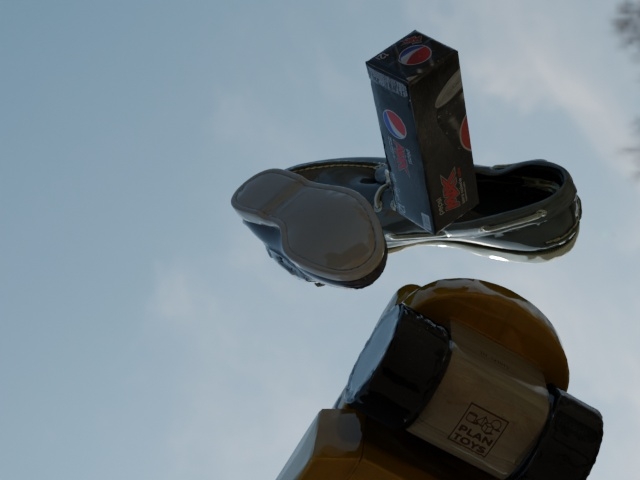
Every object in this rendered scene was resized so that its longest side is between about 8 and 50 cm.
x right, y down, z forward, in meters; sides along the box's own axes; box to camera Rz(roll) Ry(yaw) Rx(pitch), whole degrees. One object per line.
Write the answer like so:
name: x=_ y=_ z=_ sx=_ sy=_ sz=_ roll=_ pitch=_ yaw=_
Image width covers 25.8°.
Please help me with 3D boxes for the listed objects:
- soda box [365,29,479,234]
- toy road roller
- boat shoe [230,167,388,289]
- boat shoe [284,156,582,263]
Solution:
soda box: x=0.089 y=-0.090 z=1.182 sx=0.060 sy=0.053 sz=0.169 roll=-35 pitch=-44 yaw=-22
toy road roller: x=0.087 y=0.184 z=1.225 sx=0.202 sy=0.240 sz=0.329 roll=28 pitch=-70 yaw=-7
boat shoe: x=0.000 y=0.000 z=1.092 sx=0.075 sy=0.206 sz=0.065 roll=-39 pitch=-58 yaw=-12
boat shoe: x=0.097 y=-0.047 z=1.374 sx=0.099 sy=0.319 sz=0.116 roll=80 pitch=-162 yaw=-59
